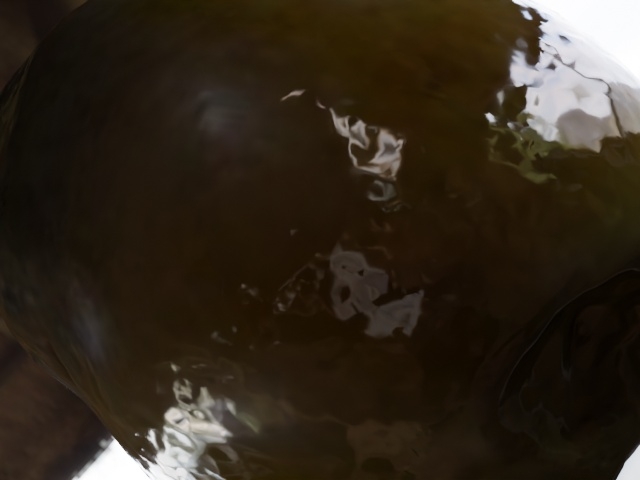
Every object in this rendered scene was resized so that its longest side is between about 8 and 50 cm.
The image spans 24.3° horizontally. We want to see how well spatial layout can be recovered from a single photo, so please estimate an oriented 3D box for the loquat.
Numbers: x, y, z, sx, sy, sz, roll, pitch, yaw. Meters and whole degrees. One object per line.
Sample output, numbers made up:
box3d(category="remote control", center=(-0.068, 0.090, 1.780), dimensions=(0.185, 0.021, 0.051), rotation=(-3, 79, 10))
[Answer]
box3d(category="loquat", center=(0.000, 0.000, 0.435), dimensions=(0.179, 0.227, 0.179), rotation=(-17, -64, -38))
